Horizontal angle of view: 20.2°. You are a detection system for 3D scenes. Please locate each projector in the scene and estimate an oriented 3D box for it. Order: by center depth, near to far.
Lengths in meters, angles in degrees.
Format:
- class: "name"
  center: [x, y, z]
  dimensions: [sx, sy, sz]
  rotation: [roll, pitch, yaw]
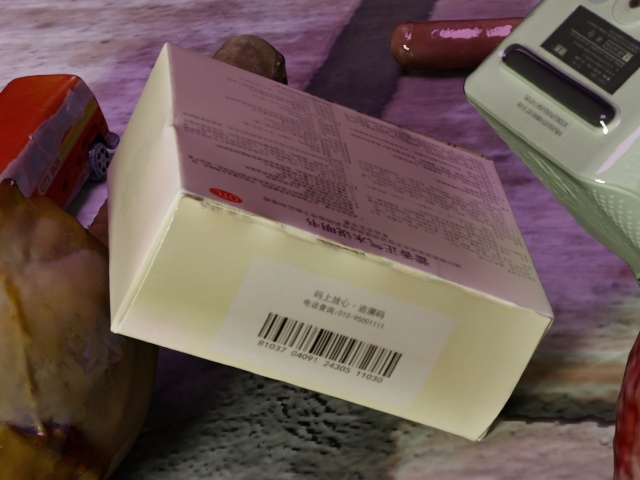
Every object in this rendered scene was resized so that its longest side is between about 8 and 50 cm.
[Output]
- class: "projector"
  center: [0.217, -0.051, 0.914]
  dimensions: [0.177, 0.242, 0.163]
  rotation: [-47, 38, 2]

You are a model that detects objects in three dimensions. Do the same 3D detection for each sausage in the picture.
- class: "sausage"
  center: [0.125, -0.140, 1.259]
  dimensions: [0.158, 0.036, 0.042]
  rotation: [-3, 70, 19]

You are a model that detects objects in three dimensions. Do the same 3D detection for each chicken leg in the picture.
- class: "chicken leg"
  center: [-0.264, 0.107, 0.880]
  dimensions: [0.182, 0.295, 0.409]
  rotation: [-4, 43, 49]

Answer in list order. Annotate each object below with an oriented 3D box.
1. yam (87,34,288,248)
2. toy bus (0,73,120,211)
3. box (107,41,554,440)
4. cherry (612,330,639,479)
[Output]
- class: "yam"
  center: [-0.097, -0.035, 1.174]
  dimensions: [0.066, 0.066, 0.299]
  rotation: [2, 39, 25]
- class: "toy bus"
  center: [-0.206, -0.044, 1.216]
  dimensions: [0.079, 0.077, 0.174]
  rotation: [0, 36, 22]
- class: "box"
  center: [0.000, 0.000, 0.960]
  dimensions: [0.212, 0.095, 0.168]
  rotation: [19, 26, -18]
- class: "cherry"
  center: [0.226, 0.087, 0.716]
  dimensions: [0.203, 0.230, 0.300]
  rotation: [-12, 14, 32]
